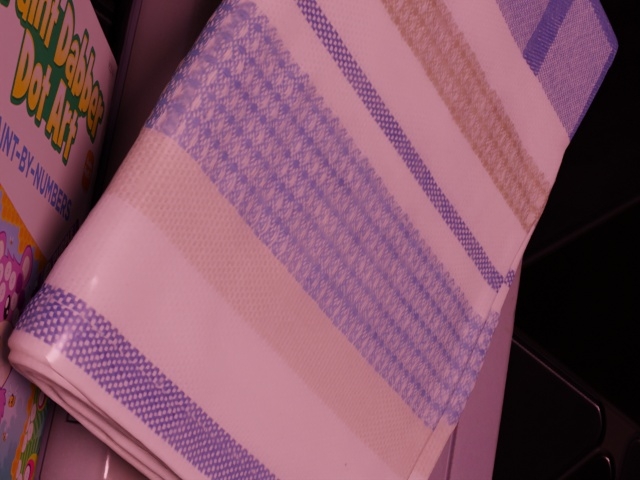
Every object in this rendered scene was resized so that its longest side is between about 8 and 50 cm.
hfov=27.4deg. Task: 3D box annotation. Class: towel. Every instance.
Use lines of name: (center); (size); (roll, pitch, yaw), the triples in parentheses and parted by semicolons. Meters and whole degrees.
towel: (0.019, -0.025, 0.477); (0.209, 0.034, 0.285); (50, 60, -45)

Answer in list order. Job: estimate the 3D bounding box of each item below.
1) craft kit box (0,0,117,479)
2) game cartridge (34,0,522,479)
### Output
craft kit box: (-0.115, 0.026, 0.331); (0.250, 0.060, 0.247); (93, 4, -79)
game cartridge: (0.000, 0.000, 0.558); (0.230, 0.068, 0.355); (21, 74, -40)
